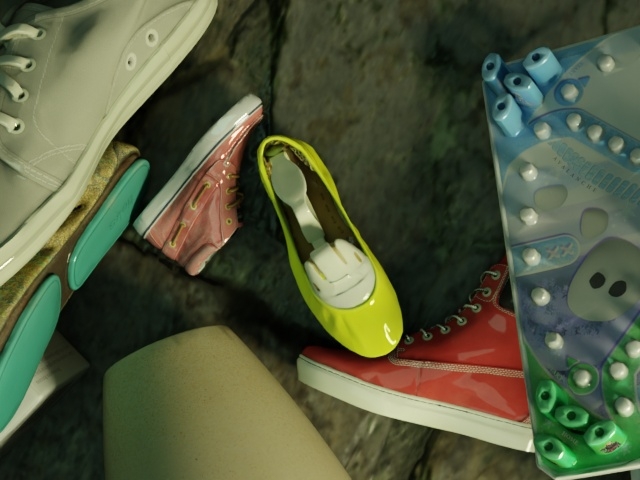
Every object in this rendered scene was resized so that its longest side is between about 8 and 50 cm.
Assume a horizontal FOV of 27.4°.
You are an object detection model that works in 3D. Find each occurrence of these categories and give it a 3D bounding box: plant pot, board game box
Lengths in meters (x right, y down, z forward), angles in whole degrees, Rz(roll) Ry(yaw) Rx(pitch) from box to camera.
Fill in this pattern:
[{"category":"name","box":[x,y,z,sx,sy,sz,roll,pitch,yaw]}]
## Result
[{"category":"plant pot","box":[-0.090,0.226,1.193,0.256,0.256,0.274,-25,75,9]},{"category":"board game box","box":[0.335,-0.029,1.068,0.390,0.050,0.390,-14,65,20]}]

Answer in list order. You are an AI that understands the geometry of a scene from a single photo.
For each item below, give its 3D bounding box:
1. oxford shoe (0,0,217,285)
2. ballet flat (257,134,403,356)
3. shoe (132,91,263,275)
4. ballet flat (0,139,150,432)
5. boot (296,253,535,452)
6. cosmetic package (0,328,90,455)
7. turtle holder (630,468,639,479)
[{"category":"oxford shoe","box":[-0.251,-0.112,1.114,0.169,0.130,0.449,7,55,42]},{"category":"ballet flat","box":[0.000,0.000,1.188,0.077,0.077,0.231,-28,70,3]},{"category":"shoe","box":[-0.094,-0.051,1.241,0.081,0.063,0.178,41,104,0]},{"category":"ballet flat","box":[-0.265,0.029,1.156,0.123,0.348,0.123,13,137,12]},{"category":"boot","box":[0.108,0.084,1.222,0.244,0.088,0.176,12,90,5]},{"category":"cosmetic package","box":[-0.350,0.118,1.242,0.184,0.151,0.151,45,99,2]},{"category":"turtle holder","box":[0.380,0.178,1.111,0.227,0.243,0.320,-8,112,23]}]
